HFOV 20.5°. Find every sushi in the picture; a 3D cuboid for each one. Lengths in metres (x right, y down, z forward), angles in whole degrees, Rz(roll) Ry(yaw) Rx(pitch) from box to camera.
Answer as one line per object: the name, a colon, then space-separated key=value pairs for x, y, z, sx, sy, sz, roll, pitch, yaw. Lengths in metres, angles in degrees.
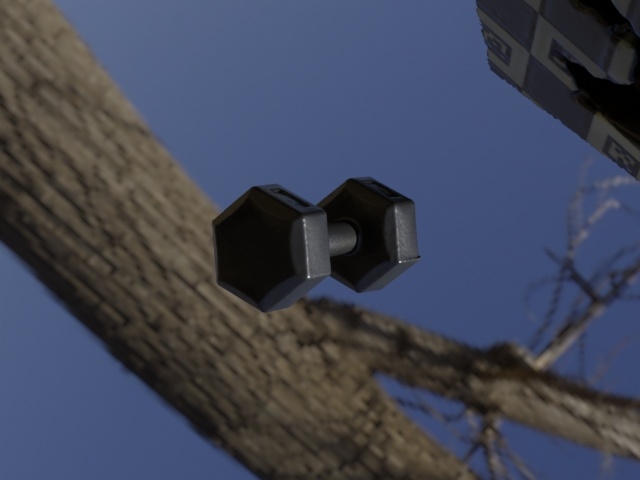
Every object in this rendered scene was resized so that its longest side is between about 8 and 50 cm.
sushi: x=0.136 y=-0.113 z=0.745 sx=0.043 sy=0.279 sz=0.192 roll=-42 pitch=-120 yaw=-12

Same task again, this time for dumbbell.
dumbbell: x=0.000 y=0.000 z=0.580 sx=0.036 sy=0.040 sz=0.083 roll=-4 pitch=-178 yaw=32
